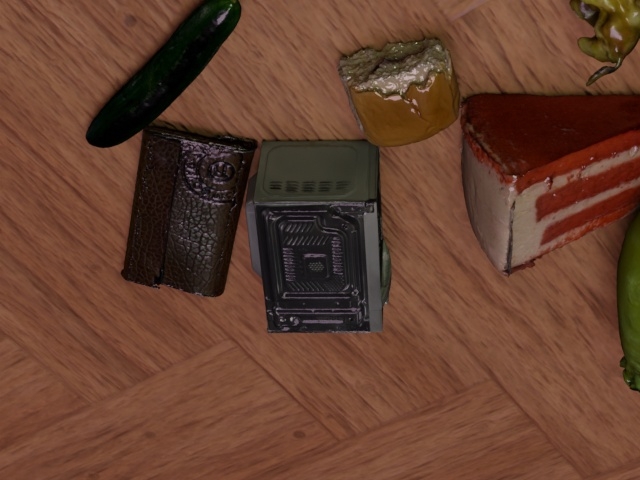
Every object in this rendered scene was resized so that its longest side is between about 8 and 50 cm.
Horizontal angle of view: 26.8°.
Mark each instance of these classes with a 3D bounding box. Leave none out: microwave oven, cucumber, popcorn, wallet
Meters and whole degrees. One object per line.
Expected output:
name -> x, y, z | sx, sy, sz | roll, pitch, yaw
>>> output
microwave oven -> 0.000, 0.000, 1.566 | 0.162, 0.122, 0.208 | -1, 131, 4
cucumber -> -0.173, -0.177, 1.470 | 0.056, 0.056, 0.284 | 34, 131, -23
popcorn -> 0.332, -0.253, 1.286 | 0.195, 0.173, 0.168 | -12, 172, 9
wallet -> -0.161, -0.030, 1.609 | 0.133, 0.039, 0.243 | 11, 131, -6

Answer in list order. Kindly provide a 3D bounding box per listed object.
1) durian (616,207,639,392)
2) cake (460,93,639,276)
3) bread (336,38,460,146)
durian -> 0.442, 0.056, 1.500 | 0.205, 0.256, 0.339 | -19, 116, -15
cake -> 0.271, -0.094, 1.509 | 0.262, 0.159, 0.158 | -23, 135, -22
bread -> 0.089, -0.156, 1.446 | 0.125, 0.082, 0.106 | -14, 122, 13
